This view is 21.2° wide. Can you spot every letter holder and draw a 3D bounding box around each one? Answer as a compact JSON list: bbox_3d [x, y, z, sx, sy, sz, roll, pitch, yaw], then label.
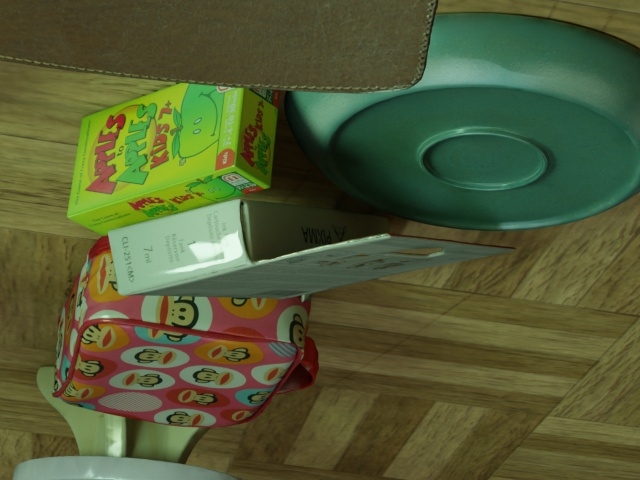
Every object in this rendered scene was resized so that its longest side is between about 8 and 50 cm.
[{"bbox_3d":[-0.086,-0.164,1.004,0.302,0.152,0.214,6,146,-1],"label":"letter holder"}]

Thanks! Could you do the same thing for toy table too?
[{"bbox_3d":[-0.204,0.220,1.927,0.274,0.161,0.252,4,157,4],"label":"toy table"}]

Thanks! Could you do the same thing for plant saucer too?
[{"bbox_3d":[0.128,-0.077,1.334,0.318,0.043,0.317,4,156,2],"label":"plant saucer"}]

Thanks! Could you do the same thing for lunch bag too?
[{"bbox_3d":[-0.123,0.101,1.689,0.258,0.120,0.293,11,155,-14],"label":"lunch bag"}]

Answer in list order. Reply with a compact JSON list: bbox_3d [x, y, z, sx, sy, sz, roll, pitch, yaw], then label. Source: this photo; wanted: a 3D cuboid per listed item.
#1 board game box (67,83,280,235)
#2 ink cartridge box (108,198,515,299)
[{"bbox_3d":[-0.116,-0.070,1.336,0.181,0.092,0.043,-14,150,37],"label":"board game box"},{"bbox_3d":[0.000,0.000,1.403,0.239,0.060,0.275,-14,172,25],"label":"ink cartridge box"}]
